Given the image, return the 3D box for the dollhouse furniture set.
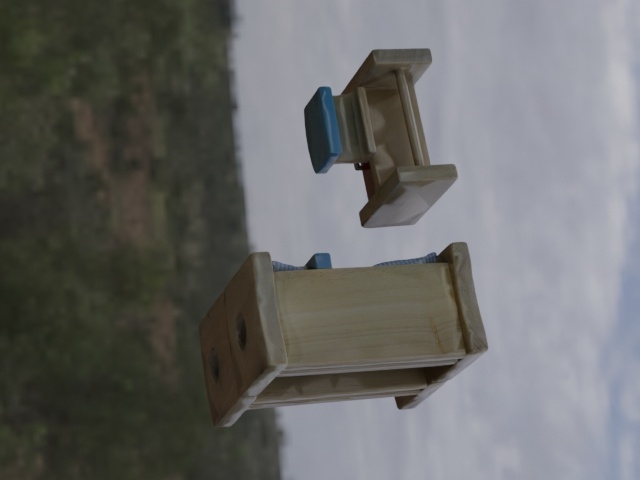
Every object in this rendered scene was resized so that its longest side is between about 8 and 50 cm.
[{"bbox_3d":[0.000,0.000,1.108,0.129,0.129,0.183,130,-46,-62],"label":"dollhouse furniture set"}]
